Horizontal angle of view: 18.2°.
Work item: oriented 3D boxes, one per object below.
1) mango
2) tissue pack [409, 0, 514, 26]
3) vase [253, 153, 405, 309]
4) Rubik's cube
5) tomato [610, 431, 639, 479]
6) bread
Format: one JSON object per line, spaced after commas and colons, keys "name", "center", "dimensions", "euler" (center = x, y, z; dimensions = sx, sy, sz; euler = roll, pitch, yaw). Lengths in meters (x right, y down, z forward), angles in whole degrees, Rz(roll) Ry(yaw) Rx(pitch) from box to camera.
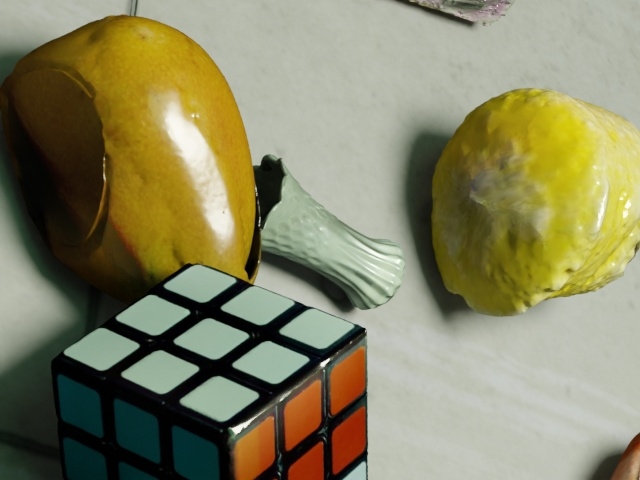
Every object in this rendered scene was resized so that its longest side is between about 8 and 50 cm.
{"name": "mango", "center": [-0.119, -0.053, 1.490], "dimensions": [0.166, 0.136, 0.236], "euler": [-12, 84, -49]}
{"name": "tissue pack", "center": [0.094, -0.345, 1.823], "dimensions": [0.215, 0.123, 0.256], "euler": [13, 61, -34]}
{"name": "vase", "center": [0.000, 0.000, 1.608], "dimensions": [0.149, 0.081, 0.081], "euler": [31, 52, -29]}
{"name": "Rubik's cube", "center": [-0.072, 0.134, 1.378], "dimensions": [0.163, 0.162, 0.160], "euler": [-37, 135, -44]}
{"name": "tomato", "center": [0.337, 0.263, 1.753], "dimensions": [0.237, 0.095, 0.236], "euler": [16, 59, -30]}
{"name": "bread", "center": [0.192, -0.030, 1.716], "dimensions": [0.170, 0.197, 0.197], "euler": [7, 65, -46]}
